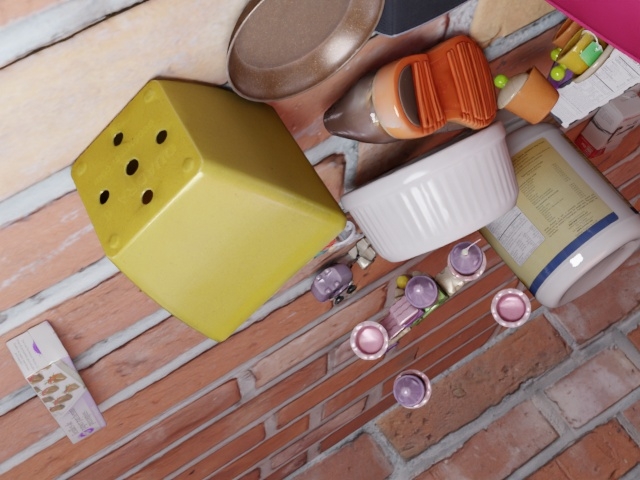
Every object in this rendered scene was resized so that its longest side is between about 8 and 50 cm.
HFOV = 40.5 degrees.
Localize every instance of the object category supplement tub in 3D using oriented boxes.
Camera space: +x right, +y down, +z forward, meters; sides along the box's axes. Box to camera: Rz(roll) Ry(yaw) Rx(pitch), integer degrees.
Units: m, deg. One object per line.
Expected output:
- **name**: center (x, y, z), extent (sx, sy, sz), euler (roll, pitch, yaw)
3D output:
- **supplement tub**: center (0.389, -0.064, 1.535), extent (0.228, 0.316, 0.228), euler (-31, 158, -14)

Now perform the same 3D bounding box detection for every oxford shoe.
- **oxford shoe**: center (0.135, -0.201, 1.193), extent (0.132, 0.130, 0.363), euler (-11, -177, 35)

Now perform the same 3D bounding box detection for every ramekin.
- **ramekin**: center (0.174, -0.068, 1.319), extent (0.272, 0.127, 0.273), euler (-25, -176, 2)

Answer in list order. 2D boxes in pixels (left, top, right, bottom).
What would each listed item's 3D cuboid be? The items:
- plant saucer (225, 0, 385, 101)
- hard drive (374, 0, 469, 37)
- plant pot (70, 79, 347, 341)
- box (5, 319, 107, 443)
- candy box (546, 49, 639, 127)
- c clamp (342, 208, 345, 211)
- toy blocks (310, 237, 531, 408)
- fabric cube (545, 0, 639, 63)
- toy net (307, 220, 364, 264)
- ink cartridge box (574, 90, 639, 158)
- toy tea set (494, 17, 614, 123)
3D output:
- **plant saucer**: center (-0.022, -0.232, 0.940), extent (0.198, 0.036, 0.199), euler (-29, 157, -13)
- **hard drive**: center (0.164, -0.339, 0.989), extent (0.254, 0.054, 0.172), euler (-33, 158, -11)
- **plant pot**: center (-0.139, -0.049, 0.942), extent (0.212, 0.212, 0.187), euler (-43, 144, 15)
- **box**: center (-0.381, 0.216, 1.276), extent (0.063, 0.067, 0.324), euler (-29, 157, -18)
- **candy box**: center (0.443, -0.288, 1.332), extent (0.196, 0.070, 0.165), euler (-35, -159, 53)
- **c clamp**: center (-0.017, -0.050, 1.356), extent (0.137, 0.022, 0.161), euler (-32, 160, 1)
- **toy blocks**: center (0.155, 0.092, 1.472), extent (0.288, 0.309, 0.260), euler (-41, 166, 6)
- **fabric cube**: center (0.421, -0.361, 0.989), extent (0.259, 0.254, 0.258), euler (-52, 161, 6)
- **toy net**: center (0.000, 0.000, 1.422), extent (0.232, 0.045, 0.122), euler (-23, 171, -46)
- **ink cartridge box**: center (0.630, -0.250, 1.881), extent (0.099, 0.056, 0.135), euler (-21, 154, -33)
- **toy tea set**: center (0.362, -0.325, 1.233), extent (0.336, 0.124, 0.200), euler (-53, -175, -3)
